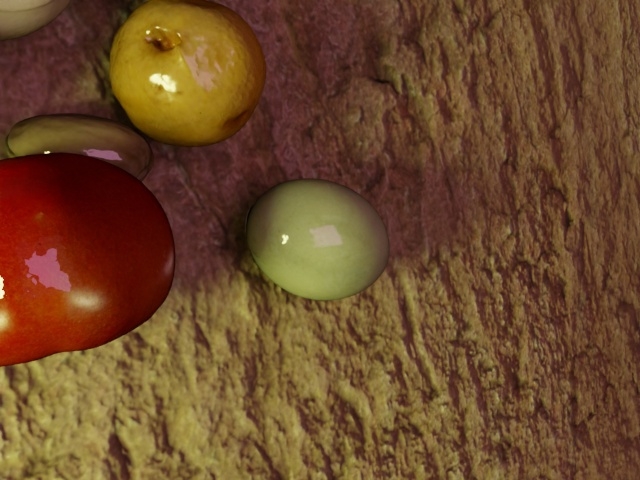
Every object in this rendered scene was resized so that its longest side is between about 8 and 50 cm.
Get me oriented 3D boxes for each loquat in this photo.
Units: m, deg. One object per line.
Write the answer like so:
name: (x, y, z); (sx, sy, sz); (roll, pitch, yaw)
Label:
loquat: (-0.177, -0.225, 0.918); (0.208, 0.208, 0.207); (-1, 91, -37)

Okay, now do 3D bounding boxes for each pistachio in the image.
pistachio: (-0.308, -0.114, 0.888); (0.186, 0.108, 0.126); (4, 65, -30)

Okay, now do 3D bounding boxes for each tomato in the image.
tomato: (-0.313, 0.016, 0.771); (0.299, 0.299, 0.226); (-7, 91, -36)

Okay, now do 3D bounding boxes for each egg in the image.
egg: (0.000, 0.000, 1.065); (0.253, 0.187, 0.186); (20, 79, -31)

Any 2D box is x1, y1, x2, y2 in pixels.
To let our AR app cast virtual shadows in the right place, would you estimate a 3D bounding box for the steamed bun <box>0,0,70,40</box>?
steamed bun: (-0.402, -0.339, 0.785); (0.232, 0.145, 0.231); (7, 78, -37)
